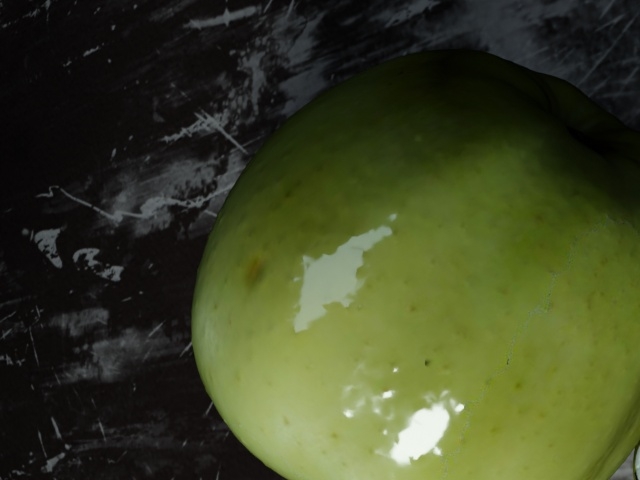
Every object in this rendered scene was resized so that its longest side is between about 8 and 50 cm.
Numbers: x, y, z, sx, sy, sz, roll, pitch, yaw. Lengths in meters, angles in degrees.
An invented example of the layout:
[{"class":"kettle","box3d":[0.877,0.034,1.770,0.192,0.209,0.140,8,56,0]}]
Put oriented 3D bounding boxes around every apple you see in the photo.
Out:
[{"class":"apple","box3d":[0.118,0.047,1.145,0.473,0.473,0.474,-10,76,46]}]

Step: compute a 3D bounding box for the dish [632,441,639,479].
[{"class":"dish","box3d":[0.352,0.203,1.126,0.207,0.080,0.149,-43,55,36]}]
